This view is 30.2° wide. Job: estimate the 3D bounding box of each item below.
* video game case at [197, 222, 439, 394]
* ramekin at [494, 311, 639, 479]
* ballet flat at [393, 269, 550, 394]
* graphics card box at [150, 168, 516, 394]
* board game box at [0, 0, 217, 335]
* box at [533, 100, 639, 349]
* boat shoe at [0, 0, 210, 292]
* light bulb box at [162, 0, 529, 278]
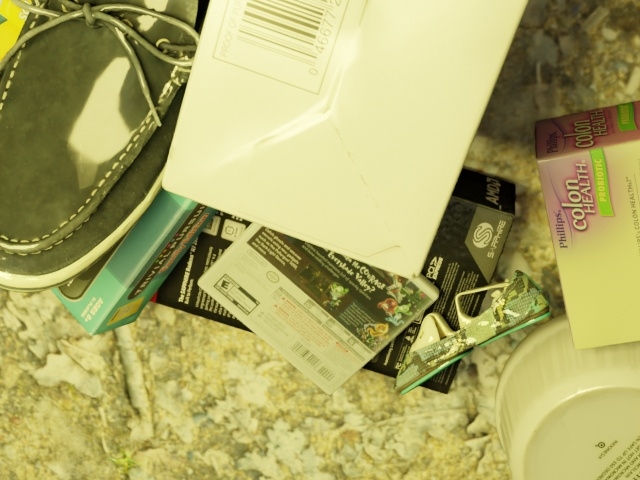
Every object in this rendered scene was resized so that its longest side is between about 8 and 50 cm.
[{"bbox_3d":[-0.003,0.048,1.229,0.190,0.022,0.173,41,115,-9],"label":"video game case"},{"bbox_3d":[0.323,0.215,1.292,0.272,0.127,0.273,4,115,8],"label":"ramekin"},{"bbox_3d":[0.144,0.090,1.210,0.188,0.070,0.070,-32,106,18],"label":"ballet flat"},{"bbox_3d":[0.000,0.000,1.269,0.370,0.094,0.233,17,116,3],"label":"graphics card box"},{"bbox_3d":[-0.252,-0.114,1.199,0.336,0.079,0.254,46,116,14],"label":"board game box"},{"bbox_3d":[0.352,-0.026,1.182,0.242,0.117,0.214,-11,112,14],"label":"box"},{"bbox_3d":[-0.174,-0.190,1.034,0.186,0.156,0.500,27,78,8],"label":"boat shoe"},{"bbox_3d":[0.059,-0.221,1.008,0.225,0.361,0.358,21,116,2],"label":"light bulb box"}]
